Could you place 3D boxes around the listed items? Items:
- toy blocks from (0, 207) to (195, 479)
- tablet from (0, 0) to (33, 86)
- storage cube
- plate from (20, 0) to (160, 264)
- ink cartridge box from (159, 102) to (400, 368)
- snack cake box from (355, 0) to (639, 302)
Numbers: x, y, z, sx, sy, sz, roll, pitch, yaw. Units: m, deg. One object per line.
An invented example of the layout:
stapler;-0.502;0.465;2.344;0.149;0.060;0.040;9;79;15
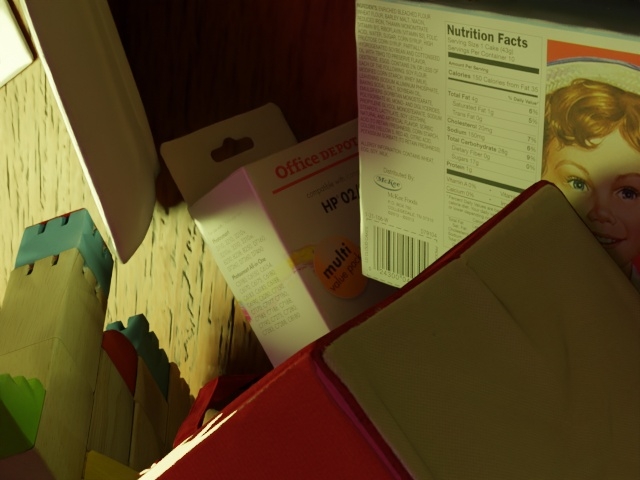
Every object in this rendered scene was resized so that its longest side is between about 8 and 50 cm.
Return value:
toy blocks;-0.147;0.162;0.791;0.190;0.261;0.381;-19;122;8
tablet;-0.251;-0.148;0.911;0.083;0.006;0.054;-21;95;48
storage cube;0.047;0.120;0.487;0.215;0.183;0.193;54;132;5
plate;-0.155;-0.129;0.721;0.278;0.045;0.277;-168;58;-78
ink cartridge box;0.000;0.000;0.670;0.061;0.104;0.181;-31;88;47
snack cake box;0.143;-0.032;0.529;0.264;0.089;0.152;18;121;37
